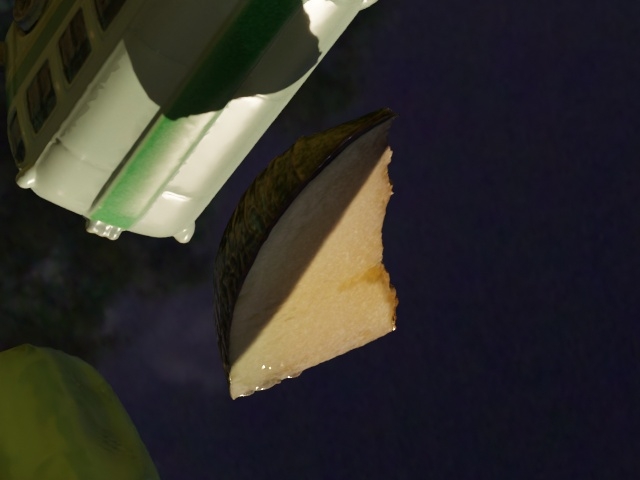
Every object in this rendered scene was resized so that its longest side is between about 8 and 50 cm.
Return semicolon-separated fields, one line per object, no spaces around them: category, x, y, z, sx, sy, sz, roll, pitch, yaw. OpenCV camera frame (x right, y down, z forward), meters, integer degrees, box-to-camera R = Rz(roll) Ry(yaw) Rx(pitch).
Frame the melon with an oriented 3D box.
melon;-0.007;0.003;0.843;0.098;0.182;0.054;-14;-124;-7

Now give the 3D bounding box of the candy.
candy;-0.154;0.232;1.112;0.142;0.132;0.343;-38;-120;27

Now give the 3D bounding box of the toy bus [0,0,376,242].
toy bus;-0.065;-0.136;0.967;0.134;0.276;0.164;19;-140;-27
